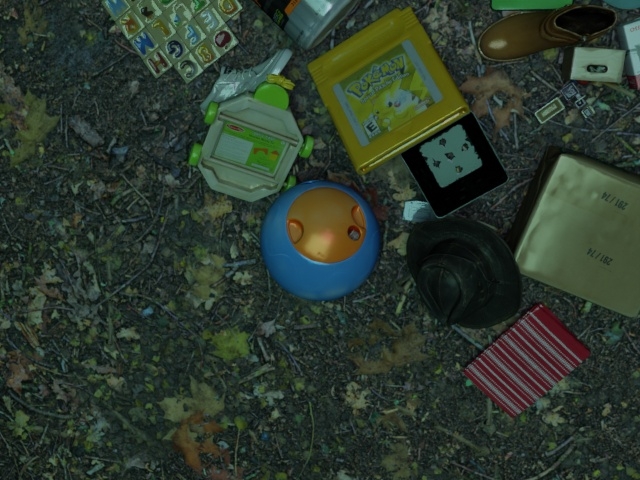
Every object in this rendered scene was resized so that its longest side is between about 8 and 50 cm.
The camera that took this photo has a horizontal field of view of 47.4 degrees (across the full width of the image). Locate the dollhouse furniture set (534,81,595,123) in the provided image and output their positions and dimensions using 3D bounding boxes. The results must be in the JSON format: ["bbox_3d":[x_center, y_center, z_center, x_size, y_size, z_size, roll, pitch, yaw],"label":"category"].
[{"bbox_3d":[0.568,-0.298,1.690,0.114,0.081,0.091,-35,97,14],"label":"dollhouse furniture set"}]

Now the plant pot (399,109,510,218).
[{"bbox_3d":[0.311,-0.187,1.709,0.187,0.167,0.188,-29,98,14],"label":"plant pot"}]

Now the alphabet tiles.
[{"bbox_3d":[-0.365,-0.575,1.783,0.285,0.011,0.343,-34,97,14],"label":"alphabet tiles"}]

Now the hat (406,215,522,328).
[{"bbox_3d":[0.315,0.110,1.718,0.331,0.134,0.331,22,135,23],"label":"hat"}]

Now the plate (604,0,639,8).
[{"bbox_3d":[0.698,-0.615,1.624,0.188,0.024,0.188,2,105,7],"label":"plate"}]

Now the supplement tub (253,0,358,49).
[{"bbox_3d":[-0.081,-0.615,1.635,0.338,0.207,0.207,44,105,-4],"label":"supplement tub"}]

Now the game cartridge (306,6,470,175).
[{"bbox_3d":[0.145,-0.350,1.667,0.285,0.052,0.324,-30,66,13],"label":"game cartridge"}]

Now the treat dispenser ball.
[{"bbox_3d":[0.000,0.000,1.734,0.288,0.288,0.288,2,104,7],"label":"treat dispenser ball"}]

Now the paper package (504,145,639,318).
[{"bbox_3d":[0.636,-0.025,1.706,0.324,0.168,0.310,21,105,3],"label":"paper package"}]

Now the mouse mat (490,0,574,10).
[{"bbox_3d":[0.483,-0.594,1.642,0.189,0.007,0.153,1,124,6],"label":"mouse mat"}]

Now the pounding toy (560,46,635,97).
[{"bbox_3d":[0.626,-0.379,1.637,0.141,0.130,0.100,6,105,6],"label":"pounding toy"}]

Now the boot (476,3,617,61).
[{"bbox_3d":[0.491,-0.453,1.590,0.283,0.220,0.109,-4,104,9],"label":"boot"}]

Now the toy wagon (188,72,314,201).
[{"bbox_3d":[-0.152,-0.252,1.751,0.267,0.068,0.344,18,121,-17],"label":"toy wagon"}]

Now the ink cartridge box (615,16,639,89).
[{"bbox_3d":[0.744,-0.430,1.643,0.109,0.063,0.151,-16,101,11],"label":"ink cartridge box"}]

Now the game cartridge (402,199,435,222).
[{"bbox_3d":[0.250,-0.072,1.824,0.083,0.017,0.056,10,108,5],"label":"game cartridge"}]

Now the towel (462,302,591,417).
[{"bbox_3d":[0.529,0.310,1.875,0.199,0.031,0.275,42,107,-6],"label":"towel"}]

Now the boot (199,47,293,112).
[{"bbox_3d":[-0.185,-0.386,1.761,0.123,0.095,0.258,38,107,-10],"label":"boot"}]
